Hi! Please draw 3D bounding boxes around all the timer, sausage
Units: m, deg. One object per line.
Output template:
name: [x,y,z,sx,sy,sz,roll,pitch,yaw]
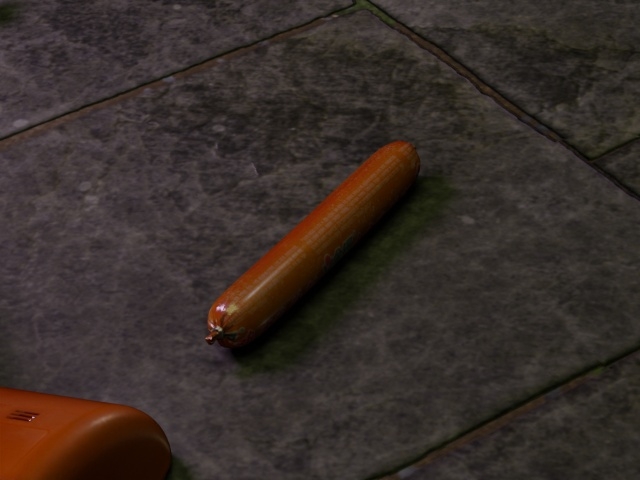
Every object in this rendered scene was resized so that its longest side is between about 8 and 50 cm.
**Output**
timer: [-0.276,0.194,1.307,0.257,0.161,0.250,6,24,15]
sausage: [0.000,0.000,1.565,0.053,0.053,0.348,20,44,29]
